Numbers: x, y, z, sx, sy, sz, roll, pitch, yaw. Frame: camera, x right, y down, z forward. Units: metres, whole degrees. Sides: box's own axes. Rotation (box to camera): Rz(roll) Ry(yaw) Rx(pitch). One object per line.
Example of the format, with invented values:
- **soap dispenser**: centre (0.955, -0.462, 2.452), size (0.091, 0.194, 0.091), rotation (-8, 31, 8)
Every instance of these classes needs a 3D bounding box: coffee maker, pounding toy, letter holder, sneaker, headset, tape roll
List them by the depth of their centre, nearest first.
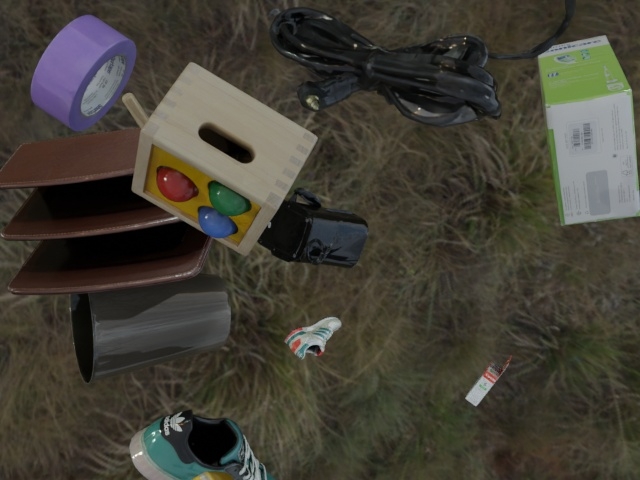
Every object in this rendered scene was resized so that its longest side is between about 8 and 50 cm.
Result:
- **headset**: centre (0.029, -0.213, 0.212), size (0.243, 0.185, 0.394), rotation (-37, 137, -31)
- **pounding toy**: centre (-0.128, -0.064, 0.675), size (0.181, 0.206, 0.094), rotation (30, 64, -6)
- **letter holder**: centre (-0.318, -0.044, 1.042), size (0.302, 0.214, 0.152), rotation (-6, 126, 12)
- **sneaker**: centre (-0.148, 0.357, 1.126), size (0.121, 0.108, 0.302), rotation (-33, 131, 20)
- **tape roll**: centre (-0.411, -0.291, 1.249), size (0.080, 0.189, 0.189), rotation (33, 94, -1)
- **coffee maker**: centre (0.000, 0.000, 1.296), size (0.178, 0.171, 0.120), rotation (7, 129, -49)
- **sneaker**: centre (-0.005, 0.230, 1.646), size (0.161, 0.075, 0.057), rotation (-13, 146, -41)

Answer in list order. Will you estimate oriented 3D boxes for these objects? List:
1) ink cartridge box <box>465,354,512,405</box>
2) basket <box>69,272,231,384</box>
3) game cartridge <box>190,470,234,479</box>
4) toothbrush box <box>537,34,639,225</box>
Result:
- **ink cartridge box**: centre (0.341, 0.276, 1.445), size (0.115, 0.029, 0.063), rotation (-58, 166, 17)
- **basket**: centre (-0.274, 0.122, 1.162), size (0.227, 0.204, 0.154), rotation (-2, 142, -30)
- **game cartridge**: centre (-0.056, 0.401, 0.838), size (0.053, 0.285, 0.323), rotation (-35, 166, -14)
- **toothbrush box**: centre (0.428, -0.185, 1.156), size (0.122, 0.283, 0.206), rotation (-7, 120, 19)
